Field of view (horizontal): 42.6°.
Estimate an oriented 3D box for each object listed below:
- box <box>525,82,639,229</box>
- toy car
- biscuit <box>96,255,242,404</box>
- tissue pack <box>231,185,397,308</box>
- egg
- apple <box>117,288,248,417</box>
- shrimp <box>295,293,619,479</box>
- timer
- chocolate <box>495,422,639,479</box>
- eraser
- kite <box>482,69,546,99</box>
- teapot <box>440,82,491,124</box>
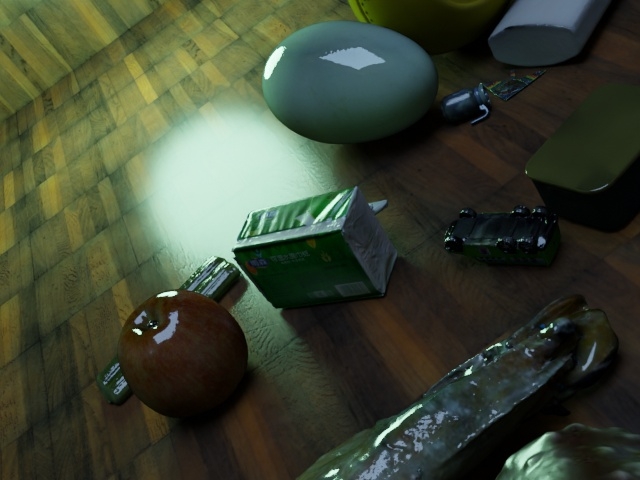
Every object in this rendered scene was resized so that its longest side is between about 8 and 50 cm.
[{"bbox_3d":[0.400,-0.115,1.131,0.201,0.090,0.144,-46,35,-15],"label":"box"},{"bbox_3d":[0.254,-0.004,1.150,0.165,0.062,0.071,1,48,42],"label":"toy car"},{"bbox_3d":[-0.272,0.152,1.450,0.322,0.038,0.099,-47,38,-16],"label":"biscuit"},{"bbox_3d":[-0.001,-0.001,1.296,0.209,0.148,0.156,-10,42,34],"label":"tissue pack"},{"bbox_3d":[0.052,-0.293,1.530,0.371,0.230,0.230,9,54,38],"label":"egg"},{"bbox_3d":[-0.212,0.170,1.253,0.188,0.174,0.188,-25,37,20],"label":"apple"},{"bbox_3d":[0.146,0.210,0.946,0.446,0.110,0.221,-30,-1,-4],"label":"shrimp"},{"bbox_3d":[0.192,-0.539,1.605,0.376,0.376,0.387,-41,24,-7],"label":"timer"},{"bbox_3d":[0.268,0.267,0.621,0.210,0.340,0.225,-65,-2,-66],"label":"chocolate"},{"bbox_3d":[0.436,-0.434,1.479,0.174,0.094,0.270,7,53,45],"label":"eraser"},{"bbox_3d":[0.339,-0.277,1.455,0.122,0.004,0.090,-11,41,32],"label":"kite"},{"bbox_3d":[0.255,-0.237,1.441,0.083,0.049,0.063,-20,37,22],"label":"teapot"}]
